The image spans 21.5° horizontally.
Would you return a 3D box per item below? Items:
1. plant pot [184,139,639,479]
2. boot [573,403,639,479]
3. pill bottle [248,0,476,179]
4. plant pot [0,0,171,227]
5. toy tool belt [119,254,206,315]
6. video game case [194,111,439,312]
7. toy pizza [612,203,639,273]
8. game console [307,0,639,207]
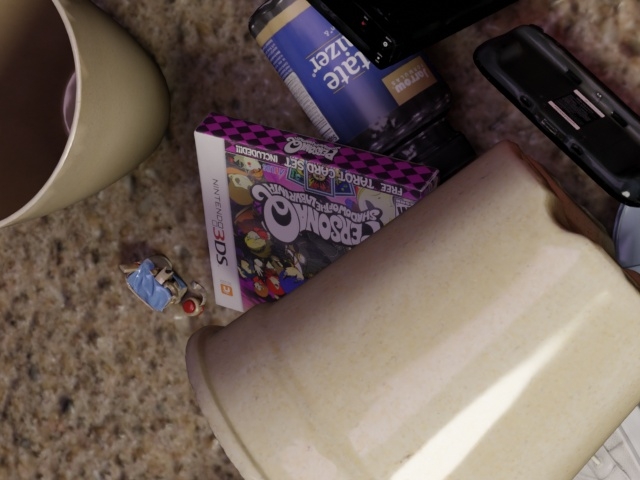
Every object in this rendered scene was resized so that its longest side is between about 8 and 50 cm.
[{"bbox_3d":[0.116,0.100,1.359,0.305,0.334,0.334,-43,74,11],"label":"plant pot"},{"bbox_3d":[0.254,0.196,1.477,0.123,0.095,0.258,-39,67,26],"label":"boot"},{"bbox_3d":[0.042,-0.142,1.532,0.123,0.123,0.219,-35,90,21],"label":"pill bottle"},{"bbox_3d":[-0.263,-0.132,1.596,0.256,0.274,0.256,0,90,24],"label":"plant pot"},{"bbox_3d":[-0.159,0.049,1.673,0.083,0.051,0.052,38,105,19],"label":"toy tool belt"},{"bbox_3d":[0.000,0.000,1.548,0.232,0.042,0.210,16,133,23],"label":"video game case"},{"bbox_3d":[0.351,0.007,1.453,0.201,0.032,0.201,0,90,23],"label":"toy pizza"},{"bbox_3d":[0.155,-0.157,1.447,0.361,0.213,0.044,45,137,16],"label":"game console"}]
